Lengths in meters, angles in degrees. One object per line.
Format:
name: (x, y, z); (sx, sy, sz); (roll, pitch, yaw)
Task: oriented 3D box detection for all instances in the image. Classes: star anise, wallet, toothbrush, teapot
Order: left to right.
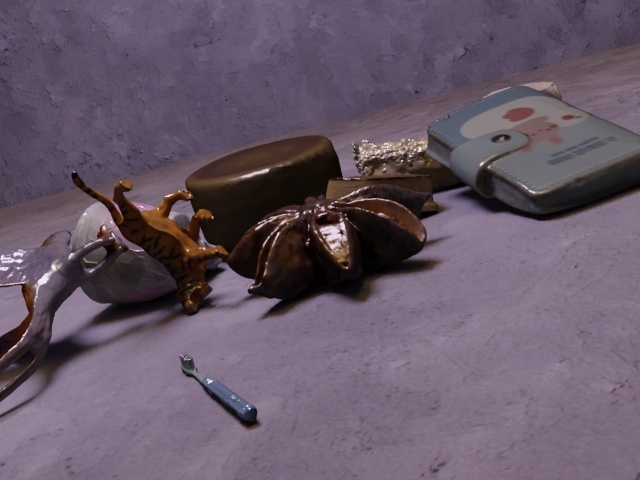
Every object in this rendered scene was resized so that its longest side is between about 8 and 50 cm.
teapot: (-0.270, 0.034, 1.275); (0.178, 0.221, 0.163); (0, 58, 20)
toothbrush: (-0.111, 0.150, 0.832); (0.016, 0.019, 0.219); (-16, 13, -23)
star anise: (0.012, -0.006, 1.137); (0.315, 0.108, 0.315); (-16, 11, 3)
wallet: (0.333, -0.143, 1.257); (0.252, 0.083, 0.360); (-23, 30, -12)

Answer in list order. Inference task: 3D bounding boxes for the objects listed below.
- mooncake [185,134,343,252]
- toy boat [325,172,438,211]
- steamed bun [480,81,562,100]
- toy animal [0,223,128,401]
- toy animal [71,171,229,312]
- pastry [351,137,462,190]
mooncake: (-0.092, -0.080, 1.434); (0.284, 0.155, 0.284); (-13, 16, 4)
toy boat: (0.091, -0.078, 1.321); (0.188, 0.061, 0.116); (-4, 9, -16)
steamed bun: (0.428, -0.273, 1.721); (0.183, 0.106, 0.183); (-16, 17, 5)
toy animal: (-0.384, 0.073, 1.059); (0.302, 0.225, 0.284); (-36, 37, -21)
toy animal: (-0.244, -0.020, 1.128); (0.116, 0.255, 0.114); (-46, 19, 18)
pastry: (0.192, -0.139, 1.466); (0.258, 0.121, 0.089); (-6, 43, 9)
